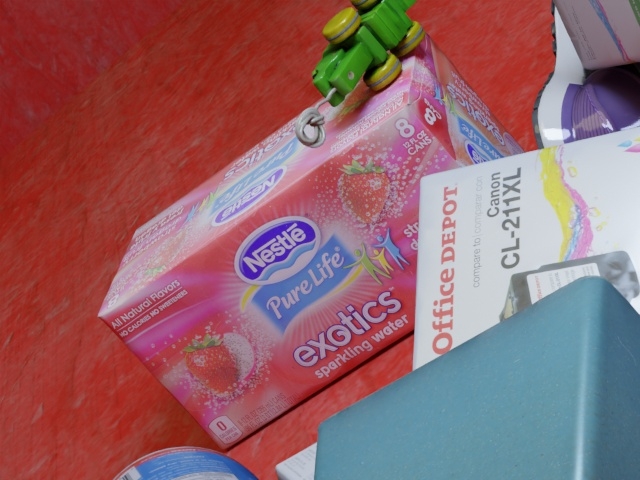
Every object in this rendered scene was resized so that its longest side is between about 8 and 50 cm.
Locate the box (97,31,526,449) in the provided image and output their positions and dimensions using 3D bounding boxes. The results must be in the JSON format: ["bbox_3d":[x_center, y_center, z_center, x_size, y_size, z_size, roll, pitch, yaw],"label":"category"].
[{"bbox_3d":[0.000,0.000,1.400,0.300,0.154,0.142,-33,19,23],"label":"box"}]

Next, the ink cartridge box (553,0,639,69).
[{"bbox_3d":[0.239,-0.176,1.145,0.154,0.093,0.212,-25,4,-5],"label":"ink cartridge box"}]

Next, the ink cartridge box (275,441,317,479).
[{"bbox_3d":[0.073,0.128,1.156,0.179,0.045,0.145,-26,14,-13],"label":"ink cartridge box"}]

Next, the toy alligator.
[{"bbox_3d":[0.019,-0.126,1.313,0.051,0.056,0.190,-18,30,51],"label":"toy alligator"}]

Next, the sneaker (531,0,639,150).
[{"bbox_3d":[0.234,-0.119,1.321,0.124,0.107,0.283,-17,30,22],"label":"sneaker"}]

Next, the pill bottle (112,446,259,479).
[{"bbox_3d":[-0.058,0.203,1.084,0.124,0.124,0.221,-44,18,-6],"label":"pill bottle"}]

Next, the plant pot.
[{"bbox_3d":[0.094,0.172,0.779,0.165,0.166,0.234,-32,25,29],"label":"plant pot"}]

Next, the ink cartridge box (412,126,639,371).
[{"bbox_3d":[0.136,0.020,0.894,0.175,0.072,0.127,-13,52,22],"label":"ink cartridge box"}]
